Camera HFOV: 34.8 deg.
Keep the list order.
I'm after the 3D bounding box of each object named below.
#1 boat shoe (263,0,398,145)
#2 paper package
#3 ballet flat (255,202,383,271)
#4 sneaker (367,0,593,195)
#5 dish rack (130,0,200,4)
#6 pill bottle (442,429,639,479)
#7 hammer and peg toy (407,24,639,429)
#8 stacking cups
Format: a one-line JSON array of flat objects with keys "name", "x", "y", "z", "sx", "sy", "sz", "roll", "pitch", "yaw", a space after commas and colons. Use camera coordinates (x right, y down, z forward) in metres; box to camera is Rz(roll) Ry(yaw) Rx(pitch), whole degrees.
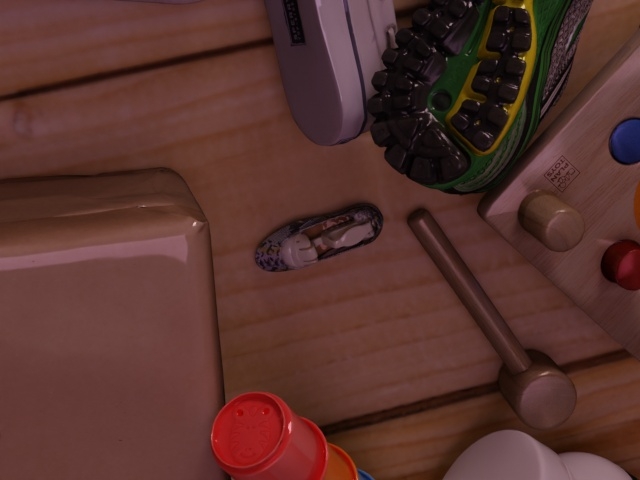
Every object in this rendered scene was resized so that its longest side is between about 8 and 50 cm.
[{"name": "boat shoe", "x": 0.011, "y": -0.207, "z": 0.754, "sx": 0.088, "sy": 0.096, "sz": 0.268, "roll": -23, "pitch": 109, "yaw": -32}, {"name": "paper package", "x": -0.230, "y": 0.122, "z": 0.784, "sx": 0.309, "sy": 0.168, "sz": 0.325, "roll": -5, "pitch": 110, "yaw": -9}, {"name": "ballet flat", "x": 0.000, "y": 0.000, "z": 0.853, "sx": 0.114, "sy": 0.041, "sz": 0.041, "roll": -21, "pitch": 113, "yaw": -3}, {"name": "sneaker", "x": 0.149, "y": -0.196, "z": 0.778, "sx": 0.134, "sy": 0.146, "sz": 0.344, "roll": 28, "pitch": 92, "yaw": 23}, {"name": "dish rack", "x": -0.200, "y": -0.280, "z": 0.638, "sx": 0.332, "sy": 0.072, "sz": 0.286, "roll": 2, "pitch": 146, "yaw": -12}, {"name": "pill bottle", "x": 0.266, "y": 0.315, "z": 0.941, "sx": 0.334, "sy": 0.188, "sz": 0.188, "roll": 35, "pitch": 100, "yaw": -21}, {"name": "hammer and peg toy", "x": 0.258, "y": -0.003, "z": 0.854, "sx": 0.266, "sy": 0.127, "sz": 0.361, "roll": 40, "pitch": 98, "yaw": -21}, {"name": "stacking cups", "x": 0.005, "y": 0.220, "z": 0.827, "sx": 0.096, "sy": 0.096, "sz": 0.316, "roll": -34, "pitch": 143, "yaw": 2}]
